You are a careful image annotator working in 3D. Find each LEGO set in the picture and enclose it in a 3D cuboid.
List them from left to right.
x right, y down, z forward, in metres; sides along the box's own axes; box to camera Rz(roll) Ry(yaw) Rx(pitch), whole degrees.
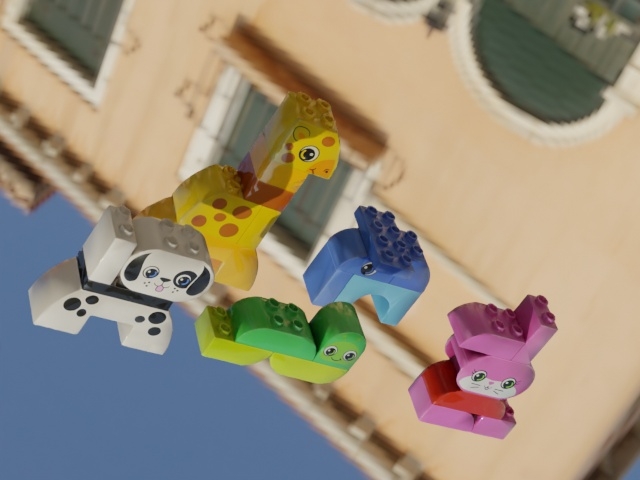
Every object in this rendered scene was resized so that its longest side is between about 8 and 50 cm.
[{"bbox_3d":[0.000,0.000,0.711,0.227,0.093,0.087,16,-144,-30],"label":"LEGO set"}]
